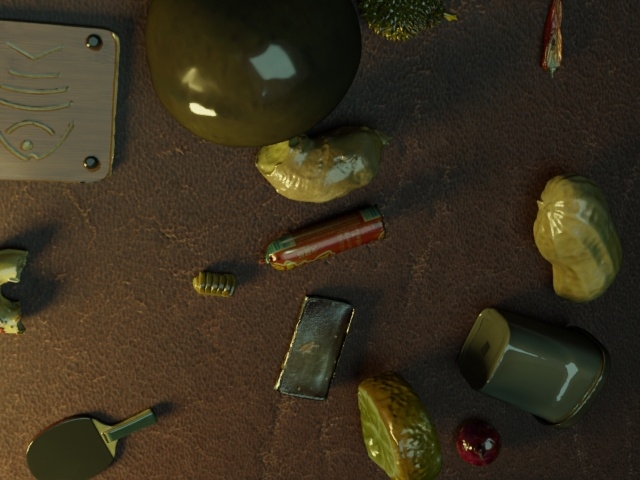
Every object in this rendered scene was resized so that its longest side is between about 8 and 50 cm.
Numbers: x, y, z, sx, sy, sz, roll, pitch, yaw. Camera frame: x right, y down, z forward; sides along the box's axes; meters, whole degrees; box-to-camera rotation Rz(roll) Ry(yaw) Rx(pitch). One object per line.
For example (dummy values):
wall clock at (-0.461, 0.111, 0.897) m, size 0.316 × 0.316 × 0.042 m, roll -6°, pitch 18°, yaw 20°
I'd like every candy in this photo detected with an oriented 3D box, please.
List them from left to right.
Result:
candy at (0.165, 0.406, 2.007) m, size 0.118 × 0.260 × 0.260 m, roll -23°, pitch 117°, yaw -15°

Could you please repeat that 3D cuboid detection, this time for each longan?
longan at (-0.111, -0.329, 1.574) m, size 0.360 × 0.361 × 0.361 m, roll -7°, pitch 114°, yaw -17°

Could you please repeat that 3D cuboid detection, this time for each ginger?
ginger at (0.011, -0.151, 1.789) m, size 0.267 × 0.138 × 0.152 m, roll -4°, pitch 108°, yaw -13°

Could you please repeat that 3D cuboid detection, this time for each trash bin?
trash bin at (0.465, 0.274, 2.092) m, size 0.250 × 0.220 × 0.219 m, roll 21°, pitch 101°, yaw -19°

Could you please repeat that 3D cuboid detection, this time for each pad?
pad at (-0.500, -0.239, 1.636) m, size 0.286 × 0.018 × 0.284 m, roll 1°, pitch 111°, yaw -19°

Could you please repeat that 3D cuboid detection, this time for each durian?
durian at (0.168, -0.432, 1.744) m, size 0.208 × 0.102 × 0.146 m, roll 12°, pitch 121°, yaw -24°

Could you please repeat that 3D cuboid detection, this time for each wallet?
wallet at (-0.012, 0.229, 1.996) m, size 0.121 × 0.031 × 0.232 m, roll 13°, pitch 104°, yaw -19°

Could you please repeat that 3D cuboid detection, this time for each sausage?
sausage at (0.000, 0.000, 1.883) m, size 0.263 × 0.083 × 0.083 m, roll -19°, pitch 116°, yaw -10°

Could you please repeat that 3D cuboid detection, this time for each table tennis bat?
table tennis bat at (-0.465, 0.412, 1.915) m, size 0.274 × 0.021 × 0.154 m, roll -24°, pitch 118°, yaw -7°

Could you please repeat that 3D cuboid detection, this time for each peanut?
peanut at (0.567, 0.000, 2.040) m, size 0.174 × 0.158 × 0.340 m, roll -48°, pitch 125°, yaw -20°

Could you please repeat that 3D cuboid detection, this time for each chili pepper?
chili pepper at (0.473, -0.420, 1.904) m, size 0.045 × 0.027 × 0.178 m, roll -10°, pitch 115°, yaw -20°

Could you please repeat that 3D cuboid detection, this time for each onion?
onion at (0.373, 0.480, 2.203) m, size 0.107 × 0.097 × 0.107 m, roll 0°, pitch 104°, yaw 1°

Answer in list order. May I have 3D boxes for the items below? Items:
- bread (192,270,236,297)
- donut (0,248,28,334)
bread at (-0.209, 0.087, 1.864) m, size 0.087 × 0.033 × 0.049 m, roll 10°, pitch 101°, yaw -23°
donut at (-0.591, 0.097, 1.712) m, size 0.108 × 0.065 × 0.166 m, roll 2°, pitch 110°, yaw -20°
